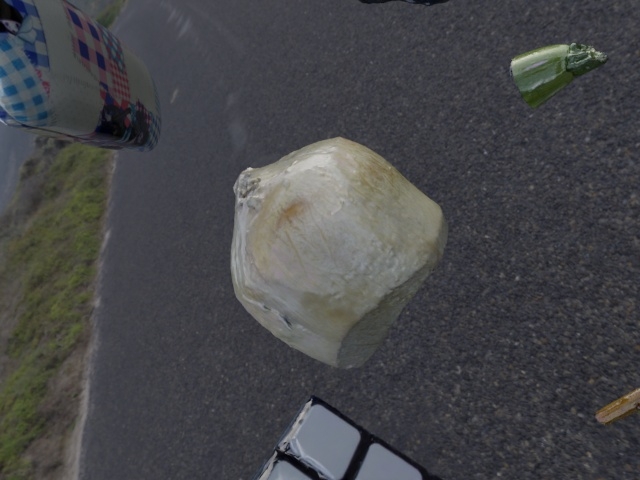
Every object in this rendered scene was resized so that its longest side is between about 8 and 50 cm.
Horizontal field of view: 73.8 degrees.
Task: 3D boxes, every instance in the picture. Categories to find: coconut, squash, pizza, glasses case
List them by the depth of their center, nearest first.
[{"bbox_3d":[-0.252,-0.170,0.467,0.327,0.076,0.125,-97,2,-83],"label":"glasses case"},{"bbox_3d":[0.413,-0.303,0.731,0.132,0.105,0.105,-21,51,50],"label":"squash"},{"bbox_3d":[0.000,0.000,0.780,0.404,0.404,0.405,-31,44,36],"label":"coconut"},{"bbox_3d":[0.629,0.324,0.847,0.184,0.176,0.036,-29,50,3],"label":"pizza"}]

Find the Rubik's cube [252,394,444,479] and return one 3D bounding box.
[{"bbox_3d":[0.008,0.458,0.460,0.337,0.343,0.345,-45,-20,-52],"label":"Rubik's cube"}]

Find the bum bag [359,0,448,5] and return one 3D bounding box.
[{"bbox_3d":[0.080,-0.271,0.275,0.310,0.136,0.075,134,152,-75],"label":"bum bag"}]
